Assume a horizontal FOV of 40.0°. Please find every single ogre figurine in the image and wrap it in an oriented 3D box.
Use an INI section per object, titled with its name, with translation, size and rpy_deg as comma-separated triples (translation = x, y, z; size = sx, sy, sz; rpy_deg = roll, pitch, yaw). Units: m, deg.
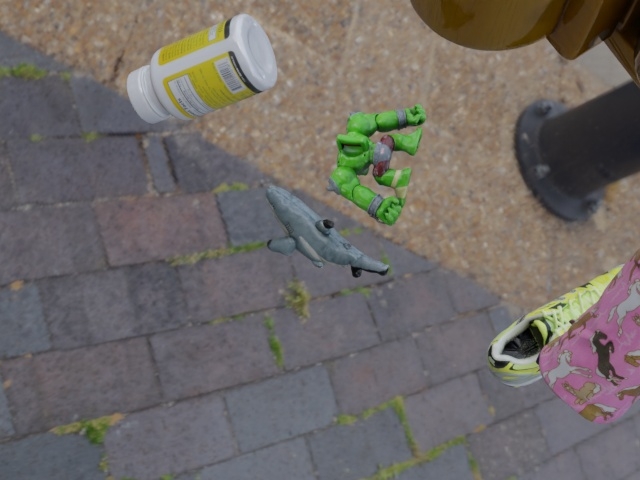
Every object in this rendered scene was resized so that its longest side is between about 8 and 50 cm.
[ogre figurine]
translation = 0.083, -0.125, 1.313
size = 0.118, 0.097, 0.197
rpy_deg = 14, 87, 8

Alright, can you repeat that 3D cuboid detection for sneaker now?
[sneaker]
translation = 0.516, 0.179, 1.810
size = 0.145, 0.384, 0.147
rpy_deg = 58, 10, 24

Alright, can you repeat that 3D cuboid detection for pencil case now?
[pencil case]
translation = 0.478, 0.093, 1.275
size = 0.160, 0.386, 0.167
rpy_deg = -3, 46, -38

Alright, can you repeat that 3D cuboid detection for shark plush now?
[shark plush]
translation = 0.000, 0.000, 0.980
size = 0.073, 0.067, 0.161
rpy_deg = -32, 58, -26

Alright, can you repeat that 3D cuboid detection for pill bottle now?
[pill bottle]
translation = -0.100, -0.138, 0.728
size = 0.065, 0.116, 0.065
rpy_deg = 50, 31, -46

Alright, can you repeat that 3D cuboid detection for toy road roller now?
[toy road roller]
translation = 0.222, -0.227, 0.743
size = 0.240, 0.202, 0.330
rpy_deg = -32, 75, -6
